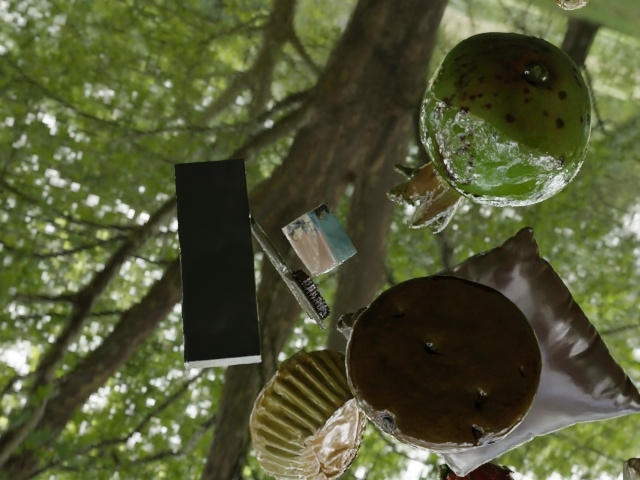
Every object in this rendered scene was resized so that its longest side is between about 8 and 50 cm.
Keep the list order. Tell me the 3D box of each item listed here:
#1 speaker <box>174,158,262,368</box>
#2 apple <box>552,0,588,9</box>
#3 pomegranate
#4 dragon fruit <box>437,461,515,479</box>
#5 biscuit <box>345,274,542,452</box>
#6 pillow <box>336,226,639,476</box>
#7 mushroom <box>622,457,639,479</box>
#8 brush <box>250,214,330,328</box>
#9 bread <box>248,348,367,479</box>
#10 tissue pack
[{"bbox_3d":[-0.110,0.023,1.071,0.082,0.218,0.044,-6,162,-3],"label":"speaker"},{"bbox_3d":[0.442,-0.450,1.798,0.083,0.071,0.084,0,-144,0],"label":"apple"},{"bbox_3d":[0.207,-0.147,1.304,0.230,0.231,0.285,10,163,-36],"label":"pomegranate"},{"bbox_3d":[0.371,0.587,2.342,0.209,0.172,0.172,9,-166,1],"label":"dragon fruit"},{"bbox_3d":[0.128,0.120,1.047,0.212,0.036,0.212,-1,-128,2],"label":"biscuit"},{"bbox_3d":[0.225,0.157,1.333,0.305,0.307,0.108,51,-149,-16],"label":"pillow"},{"bbox_3d":[0.353,0.326,1.071,0.204,0.204,0.204,19,-166,-5],"label":"mushroom"},{"bbox_3d":[-0.045,0.042,1.483,0.043,0.036,0.248,34,162,47],"label":"brush"},{"bbox_3d":[-0.007,0.294,1.650,0.139,0.240,0.240,32,-162,34],"label":"bread"},{"bbox_3d":[0.000,0.000,1.548,0.058,0.074,0.094,-32,-88,-45],"label":"tissue pack"}]
